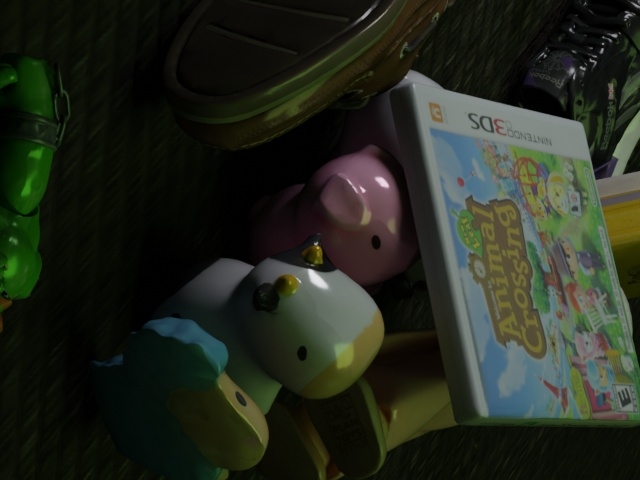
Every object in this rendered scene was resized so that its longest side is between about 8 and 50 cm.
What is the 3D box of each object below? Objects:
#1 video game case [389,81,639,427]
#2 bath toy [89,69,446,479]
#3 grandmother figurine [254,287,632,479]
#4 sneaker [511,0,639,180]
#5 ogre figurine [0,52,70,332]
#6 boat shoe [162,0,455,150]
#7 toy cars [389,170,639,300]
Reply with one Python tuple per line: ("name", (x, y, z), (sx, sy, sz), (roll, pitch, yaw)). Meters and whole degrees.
("video game case", (0.129, 0.013, 1.191), (0.193, 0.023, 0.212), (7, 67, -49))
("bath toy", (0.000, 0.000, 1.166), (0.348, 0.151, 0.129), (-49, 142, -43))
("grandmother figurine", (0.112, 0.087, 1.325), (0.342, 0.208, 0.104), (-17, 88, -48))
("sneaker", (0.225, -0.140, 1.560), (0.124, 0.107, 0.283), (19, 91, -59))
("ogre figurine", (-0.185, -0.013, 0.859), (0.197, 0.097, 0.118), (-45, 129, -68))
("boat shoe", (0.016, -0.127, 1.143), (0.307, 0.111, 0.104), (-46, 144, -40))
("toy cars", (0.169, -0.014, 1.456), (0.394, 0.176, 0.087), (3, 68, -42))
